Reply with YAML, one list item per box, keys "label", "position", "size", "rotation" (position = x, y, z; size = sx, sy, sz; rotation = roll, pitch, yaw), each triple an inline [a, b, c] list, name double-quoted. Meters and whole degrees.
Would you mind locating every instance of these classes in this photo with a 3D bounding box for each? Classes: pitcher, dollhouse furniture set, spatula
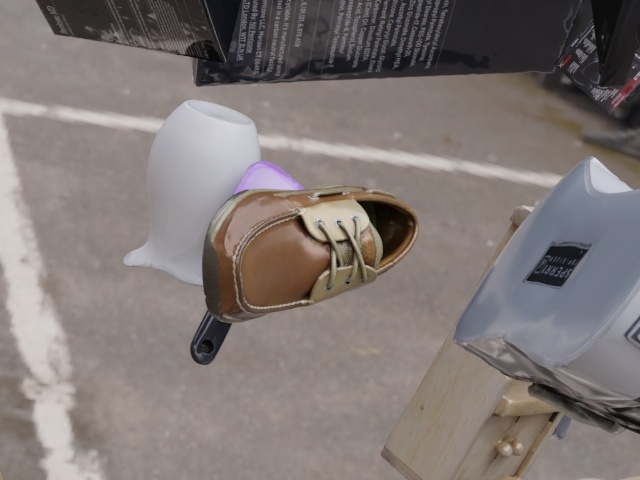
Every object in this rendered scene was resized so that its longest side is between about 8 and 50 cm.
- label: "pitcher"
  position: [-0.123, -0.042, 1.597]
  size: [0.178, 0.207, 0.125]
  rotation: [23, 16, 18]
- label: "dollhouse furniture set"
  position: [0.285, 0.183, 1.124]
  size: [0.394, 0.256, 0.362]
  rotation: [38, 19, 32]
- label: "spatula"
  position: [-0.082, 0.022, 1.453]
  size: [0.084, 0.030, 0.296]
  rotation: [41, 38, -17]

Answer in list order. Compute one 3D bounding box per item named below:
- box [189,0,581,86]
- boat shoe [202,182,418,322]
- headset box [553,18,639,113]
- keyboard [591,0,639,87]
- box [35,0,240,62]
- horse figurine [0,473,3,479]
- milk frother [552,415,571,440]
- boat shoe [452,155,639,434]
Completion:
- label: "box"
  position: [0.052, -0.468, 1.740]
  size: [0.472, 0.297, 0.480]
  rotation: [-4, 56, -9]
- label: "boat shoe"
  position: [0.000, 0.000, 1.353]
  size: [0.120, 0.122, 0.324]
  rotation: [-1, 12, 26]
- label: "headset box"
  position: [0.286, -0.172, 1.392]
  size: [0.083, 0.062, 0.032]
  rotation: [39, 15, -4]
- label: "keyboard"
  position: [0.237, -0.237, 0.948]
  size: [0.033, 0.317, 0.201]
  rotation: [6, 46, 0]
- label: "box"
  position: [-0.182, -0.277, 1.275]
  size: [0.184, 0.103, 0.261]
  rotation: [9, -18, 8]
- label: "horse figurine"
  position: [-0.460, 0.343, 1.752]
  size: [0.174, 0.066, 0.263]
  rotation: [-9, 36, -2]
- label: "milk frother"
  position: [0.214, 0.211, 1.596]
  size: [0.135, 0.143, 0.129]
  rotation: [10, 35, 24]
- label: "boat shoe"
  position: [0.139, 0.032, 0.591]
  size: [0.105, 0.113, 0.306]
  rotation: [37, -4, -4]
